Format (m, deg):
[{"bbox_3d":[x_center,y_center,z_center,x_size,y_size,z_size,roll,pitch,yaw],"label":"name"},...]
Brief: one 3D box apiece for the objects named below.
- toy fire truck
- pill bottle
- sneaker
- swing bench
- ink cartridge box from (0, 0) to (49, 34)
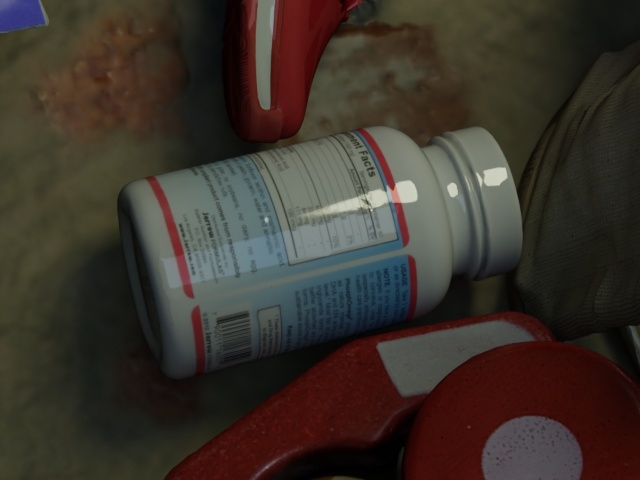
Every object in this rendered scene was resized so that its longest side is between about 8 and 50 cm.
[{"bbox_3d":[0.025,0.181,0.717,0.254,0.169,0.302,-11,64,7],"label":"toy fire truck"},{"bbox_3d":[0.000,0.000,0.780,0.160,0.087,0.087,-13,85,-13],"label":"pill bottle"},{"bbox_3d":[0.031,-0.143,0.807,0.128,0.087,0.221,10,82,-8],"label":"sneaker"},{"bbox_3d":[0.201,0.024,0.730,0.165,0.253,0.254,-44,92,-13],"label":"swing bench"},{"bbox_3d":[-0.220,-0.160,0.682,0.208,0.045,0.206,-17,84,-30],"label":"ink cartridge box"}]
